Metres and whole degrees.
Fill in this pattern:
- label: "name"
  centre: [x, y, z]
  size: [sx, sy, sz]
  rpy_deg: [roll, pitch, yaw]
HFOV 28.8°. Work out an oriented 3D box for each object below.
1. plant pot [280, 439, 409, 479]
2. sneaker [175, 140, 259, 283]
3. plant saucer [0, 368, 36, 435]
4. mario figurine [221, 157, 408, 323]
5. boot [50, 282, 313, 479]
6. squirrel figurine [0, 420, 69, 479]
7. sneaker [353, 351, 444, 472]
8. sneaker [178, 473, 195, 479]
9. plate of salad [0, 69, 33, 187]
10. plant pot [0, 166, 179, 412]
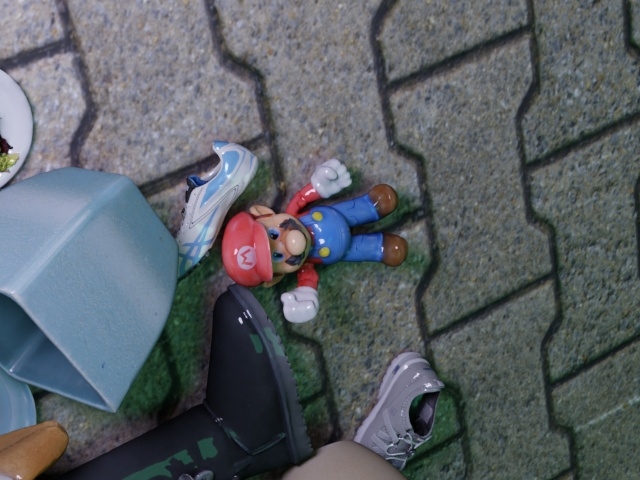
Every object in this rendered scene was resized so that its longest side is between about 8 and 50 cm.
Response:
- label: "plant pot"
  centre: [0.032, 0.453, 2.119]
  size: [0.284, 0.191, 0.284]
  rpy_deg: [-22, 161, -8]
- label: "sneaker"
  centre: [-0.177, -0.041, 1.844]
  size: [0.086, 0.085, 0.237]
  rpy_deg: [28, 103, -9]
- label: "plant saucer"
  centre: [-0.564, 0.276, 1.773]
  size: [0.318, 0.044, 0.317]
  rpy_deg: [-14, 120, -25]
- label: "mario figurine"
  centre: [0.000, 0.000, 1.894]
  size: [0.321, 0.198, 0.170]
  rpy_deg: [-12, 144, -34]
- label: "boot"
  centre: [-0.252, 0.305, 1.934]
  size: [0.445, 0.146, 0.367]
  rpy_deg: [-25, 123, -14]
- label: "squirrel figurine"
  centre: [-0.477, 0.515, 1.746]
  size: [0.397, 0.281, 0.370]
  rpy_deg: [-17, 120, 2]
- label: "sneaker"
  centre: [0.138, 0.342, 2.201]
  size: [0.105, 0.115, 0.281]
  rpy_deg: [3, 111, -33]
- label: "sneaker"
  centre: [-0.197, 0.387, 1.901]
  size: [0.035, 0.031, 0.083]
  rpy_deg: [-40, 134, -4]
- label: "plate of salad"
  centre: [-0.468, -0.137, 1.621]
  size: [0.200, 0.048, 0.199]
  rpy_deg: [-15, 120, -27]
- label: "plant pot"
  centre: [-0.338, 0.040, 1.678]
  size: [0.252, 0.247, 0.248]
  rpy_deg: [-54, 132, -27]
